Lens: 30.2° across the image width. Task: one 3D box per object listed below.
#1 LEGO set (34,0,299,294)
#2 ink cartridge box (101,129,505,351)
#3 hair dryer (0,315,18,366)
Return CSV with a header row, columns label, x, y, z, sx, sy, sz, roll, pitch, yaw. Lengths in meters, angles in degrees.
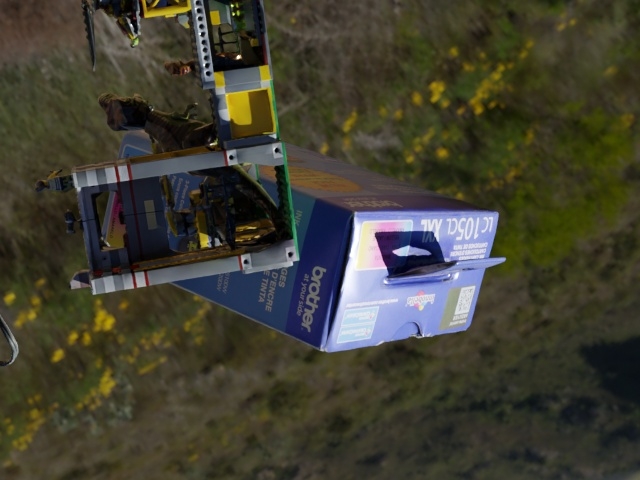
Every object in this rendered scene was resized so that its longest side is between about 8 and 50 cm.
label,x,y,z,sx,sy,sz,roll,pitch,yaw
LEGO set,-0.143,-0.101,0.977,0.192,0.255,0.331,-9,111,-10
ink cartridge box,0.000,0.000,1.277,0.270,0.395,0.151,-3,110,-52
hair dryer,-0.471,0.092,1.238,0.223,0.293,0.080,-55,-178,10
